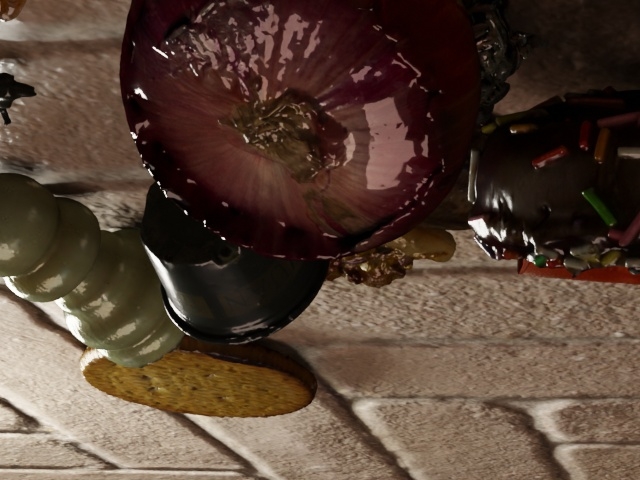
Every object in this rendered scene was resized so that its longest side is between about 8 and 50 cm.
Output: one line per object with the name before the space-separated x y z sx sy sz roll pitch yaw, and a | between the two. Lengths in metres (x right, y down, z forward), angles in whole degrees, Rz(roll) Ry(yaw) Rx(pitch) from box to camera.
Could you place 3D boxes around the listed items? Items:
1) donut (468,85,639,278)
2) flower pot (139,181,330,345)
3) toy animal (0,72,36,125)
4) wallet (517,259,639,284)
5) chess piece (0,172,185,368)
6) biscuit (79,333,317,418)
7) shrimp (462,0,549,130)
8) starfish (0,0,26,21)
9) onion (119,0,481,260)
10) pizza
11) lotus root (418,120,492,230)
donut | 0.224 -0.050 1.014 0.270 0.103 0.269 -8 -172 1
flower pot | -0.081 -0.002 1.282 0.157 0.157 0.107 -3 148 20
toy animal | -0.280 -0.116 1.153 0.136 0.047 0.065 0 164 9
wallet | 0.285 0.006 1.360 0.204 0.045 0.142 5 160 1
chess piece | -0.236 0.015 1.411 0.133 0.133 0.243 -11 148 36
biscuit | -0.152 0.168 1.904 0.305 0.038 0.305 5 158 2
shrimp | 0.103 -0.125 1.013 0.073 0.075 0.190 36 154 8
starfish | -0.222 -0.210 0.887 0.138 0.050 0.247 10 152 -12
onion | -0.014 -0.103 0.950 0.248 0.161 0.248 3 136 3
pizza | 0.000 0.003 1.394 0.246 0.058 0.127 8 160 -2
lotus root | 0.059 -0.054 1.201 0.329 0.078 0.167 16 159 -27
